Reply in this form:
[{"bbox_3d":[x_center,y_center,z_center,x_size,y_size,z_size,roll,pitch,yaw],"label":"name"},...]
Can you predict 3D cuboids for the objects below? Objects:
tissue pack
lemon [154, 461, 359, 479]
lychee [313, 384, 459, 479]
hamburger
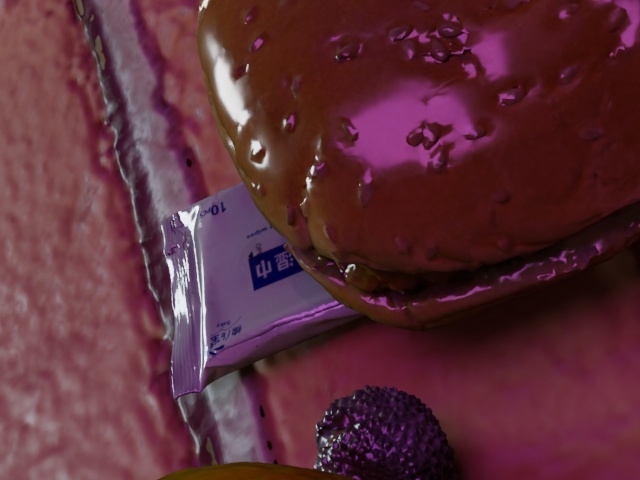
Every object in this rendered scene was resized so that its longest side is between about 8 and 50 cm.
[{"bbox_3d":[0.000,0.000,0.736,0.193,0.026,0.122,-24,50,18],"label":"tissue pack"},{"bbox_3d":[0.004,0.203,0.499,0.219,0.240,0.240,9,67,0],"label":"lemon"},{"bbox_3d":[0.029,0.103,0.639,0.068,0.067,0.083,8,35,-1],"label":"lychee"},{"bbox_3d":[0.084,-0.103,0.651,0.283,0.144,0.259,-28,52,0],"label":"hamburger"}]
